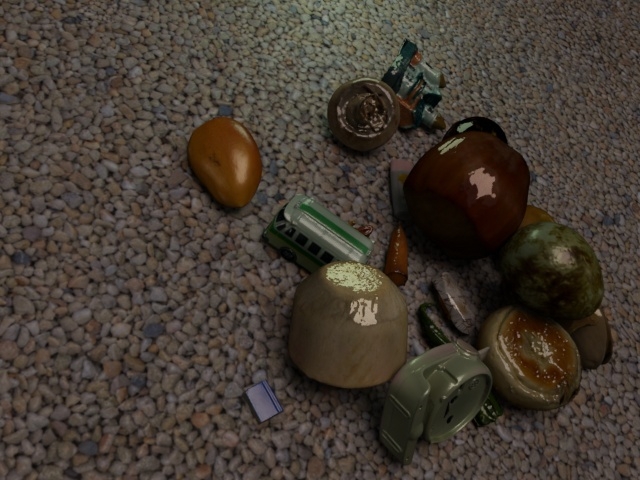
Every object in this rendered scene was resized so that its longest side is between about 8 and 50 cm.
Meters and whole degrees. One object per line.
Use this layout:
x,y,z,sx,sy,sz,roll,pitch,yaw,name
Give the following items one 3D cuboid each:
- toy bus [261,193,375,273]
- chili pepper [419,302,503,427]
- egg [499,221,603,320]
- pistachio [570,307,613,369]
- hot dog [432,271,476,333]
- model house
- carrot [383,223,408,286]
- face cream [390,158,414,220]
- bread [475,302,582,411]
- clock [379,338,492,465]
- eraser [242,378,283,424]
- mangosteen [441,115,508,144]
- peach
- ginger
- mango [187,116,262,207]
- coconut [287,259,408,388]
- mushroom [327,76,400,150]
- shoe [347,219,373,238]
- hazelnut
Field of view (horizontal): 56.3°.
0.000,0.000,1.581,0.276,0.165,0.133,35,54,-1,toy bus
0.365,0.322,1.607,0.085,0.076,0.359,-26,73,-9,chili pepper
0.617,0.087,1.593,0.238,0.238,0.289,-39,88,-34,egg
0.782,0.263,1.768,0.138,0.153,0.238,-21,96,-20,pistachio
0.378,0.177,1.693,0.099,0.053,0.192,-8,64,-43,hot dog
0.320,-0.482,1.986,0.291,0.184,0.253,37,47,-8,model house
0.220,0.031,1.712,0.072,0.072,0.205,18,55,-12,carrot
0.256,-0.159,1.840,0.084,0.057,0.198,11,59,-17,face cream
0.557,0.323,1.627,0.305,0.159,0.305,12,54,-18,bread
0.295,0.367,1.426,0.324,0.265,0.108,-19,40,-30,clock
-0.134,0.376,1.394,0.063,0.027,0.084,-23,73,-30,eraser
0.477,-0.294,1.930,0.228,0.228,0.265,-2,30,-23,mangosteen
0.659,0.011,1.860,0.251,0.153,0.251,15,63,-31,peach
0.653,0.172,1.728,0.294,0.131,0.086,26,17,37,ginger
-0.244,-0.206,1.616,0.187,0.138,0.257,-27,68,-19,mango
0.069,0.221,1.423,0.329,0.329,0.329,10,59,-17,coconut
0.133,-0.387,1.831,0.226,0.178,0.226,0,100,1,mushroom
0.095,-0.020,1.688,0.109,0.069,0.072,9,59,-24,shoe
0.429,-0.121,1.711,0.366,0.366,0.366,10,59,-17,hazelnut
